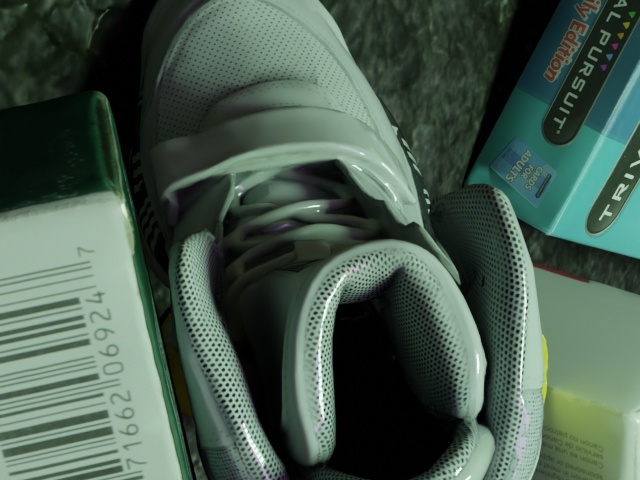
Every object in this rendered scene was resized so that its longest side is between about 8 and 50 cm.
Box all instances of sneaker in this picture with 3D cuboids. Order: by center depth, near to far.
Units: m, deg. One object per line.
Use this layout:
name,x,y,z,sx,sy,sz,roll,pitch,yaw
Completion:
sneaker,0.000,0.000,0.608,0.210,0.137,0.365,96,-18,-63

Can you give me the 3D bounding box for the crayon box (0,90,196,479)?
crayon box,-0.204,0.087,0.487,0.323,0.083,0.203,-12,120,-6

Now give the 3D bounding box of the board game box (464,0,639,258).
board game box,0.272,-0.109,1.085,0.336,0.079,0.253,11,109,-54

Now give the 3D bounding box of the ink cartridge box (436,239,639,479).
ink cartridge box,0.124,0.176,0.927,0.131,0.226,0.306,-30,127,-41

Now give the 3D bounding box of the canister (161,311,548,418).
canister,0.013,0.068,0.788,0.126,0.170,0.073,-27,123,-44
